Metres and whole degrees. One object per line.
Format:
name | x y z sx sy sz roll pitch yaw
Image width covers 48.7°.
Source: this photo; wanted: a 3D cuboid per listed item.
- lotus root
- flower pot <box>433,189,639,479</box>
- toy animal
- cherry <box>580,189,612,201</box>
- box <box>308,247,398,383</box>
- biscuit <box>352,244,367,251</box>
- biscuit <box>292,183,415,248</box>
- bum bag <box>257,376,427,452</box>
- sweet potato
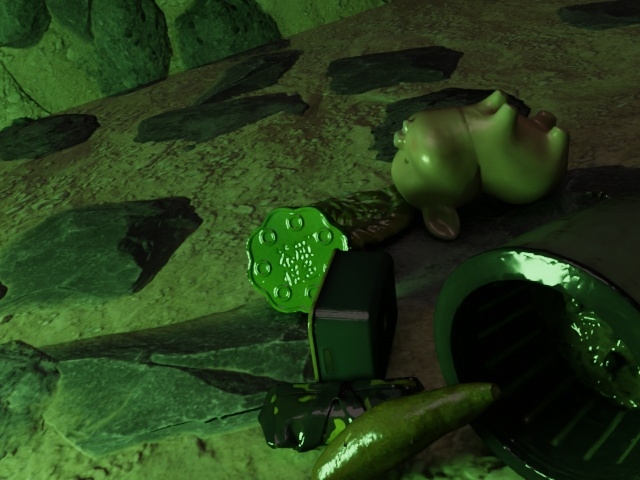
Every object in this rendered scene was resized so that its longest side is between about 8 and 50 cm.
lotus root | -0.014 0.023 1.202 0.186 0.186 0.186 -9 28 5
flower pot | 0.338 0.084 0.799 0.330 0.293 0.294 -28 32 -35
toy animal | 0.293 -0.152 1.333 0.326 0.269 0.237 19 27 -13
cherry | 0.485 -0.034 1.173 0.107 0.090 0.225 -29 18 1
box | 0.052 0.111 1.004 0.090 0.144 0.201 0 28 15
biscuit | 0.000 -0.001 1.365 0.203 0.016 0.144 -3 28 14
biscuit | 0.067 -0.042 1.363 0.274 0.036 0.187 -14 32 -14
bum bag | 0.032 0.220 0.896 0.233 0.060 0.106 -6 37 14
sweet potato | 0.087 0.209 0.793 0.244 0.077 0.077 -39 22 17
